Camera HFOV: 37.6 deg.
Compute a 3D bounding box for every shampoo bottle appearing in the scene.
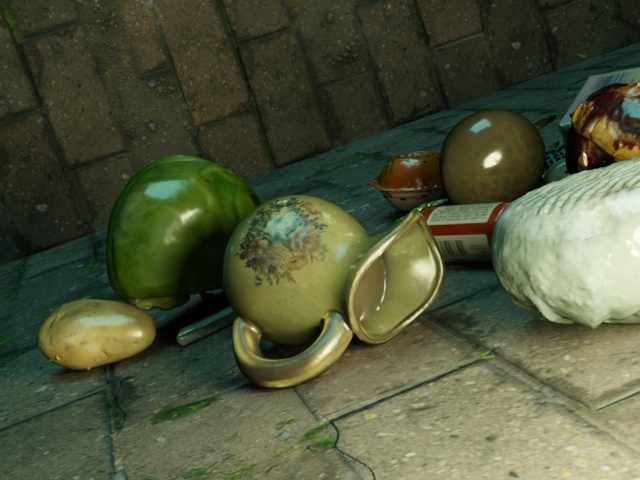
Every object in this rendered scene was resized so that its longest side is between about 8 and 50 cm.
[{"bbox_3d":[0.295,-0.013,1.625,0.104,0.104,0.278,-27,15,-35],"label":"shampoo bottle"}]

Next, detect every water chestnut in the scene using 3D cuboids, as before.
[{"bbox_3d":[0.531,-0.158,1.439,0.300,0.299,0.300,-17,12,4],"label":"water chestnut"}]

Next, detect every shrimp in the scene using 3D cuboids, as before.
[{"bbox_3d":[0.518,-0.226,2.195,0.217,0.150,0.051,-16,44,-16],"label":"shrimp"}]

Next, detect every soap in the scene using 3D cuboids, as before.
[{"bbox_3d":[0.572,-0.205,1.802,0.138,0.182,0.199,-6,34,41],"label":"soap"}]

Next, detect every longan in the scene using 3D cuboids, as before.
[{"bbox_3d":[0.314,-0.146,1.743,0.212,0.198,0.198,-37,14,-4],"label":"longan"}]

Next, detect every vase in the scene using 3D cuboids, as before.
[{"bbox_3d":[-0.008,0.089,1.441,0.302,0.240,0.329,9,55,37],"label":"vase"}]

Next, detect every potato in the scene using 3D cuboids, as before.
[{"bbox_3d":[-0.423,0.179,1.786,0.235,0.128,0.161,-13,28,1],"label":"potato"}]

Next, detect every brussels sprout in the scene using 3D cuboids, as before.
[{"bbox_3d":[-0.248,-0.012,1.855,0.276,0.314,0.371,1,-6,38],"label":"brussels sprout"}]

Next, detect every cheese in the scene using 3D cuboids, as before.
[{"bbox_3d":[0.267,-0.137,2.167,0.330,0.129,0.217,2,17,27],"label":"cheese"}]

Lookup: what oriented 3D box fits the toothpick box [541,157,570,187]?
[{"bbox_3d":[0.465,-0.082,1.670,0.111,0.111,0.180,-17,13,5],"label":"toothpick box"}]

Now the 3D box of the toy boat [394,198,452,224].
[{"bbox_3d":[0.257,-0.039,1.816,0.230,0.088,0.088,-6,-2,2],"label":"toy boat"}]

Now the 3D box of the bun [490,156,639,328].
[{"bbox_3d":[0.402,0.002,1.200,0.355,0.194,0.354,-18,9,3],"label":"bun"}]

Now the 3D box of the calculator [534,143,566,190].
[{"bbox_3d":[0.563,-0.175,2.065,0.274,0.058,0.248,-16,11,12],"label":"calculator"}]

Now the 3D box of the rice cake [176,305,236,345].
[{"bbox_3d":[-0.182,0.146,1.772,0.208,0.033,0.033,-25,24,-26],"label":"rice cake"}]
